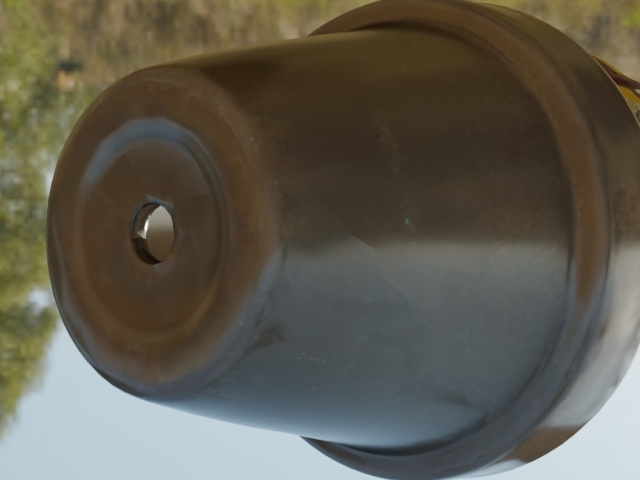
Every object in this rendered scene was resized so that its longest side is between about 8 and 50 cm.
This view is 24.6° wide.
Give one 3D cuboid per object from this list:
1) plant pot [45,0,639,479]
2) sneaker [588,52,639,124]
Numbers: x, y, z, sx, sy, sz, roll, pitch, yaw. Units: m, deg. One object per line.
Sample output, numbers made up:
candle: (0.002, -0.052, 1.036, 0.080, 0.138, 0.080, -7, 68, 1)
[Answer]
plant pot: (0.000, 0.000, 0.720, 0.263, 0.263, 0.229, 5, -177, 39)
sneaker: (0.147, -0.105, 1.011, 0.186, 0.069, 0.084, 27, -153, 14)
